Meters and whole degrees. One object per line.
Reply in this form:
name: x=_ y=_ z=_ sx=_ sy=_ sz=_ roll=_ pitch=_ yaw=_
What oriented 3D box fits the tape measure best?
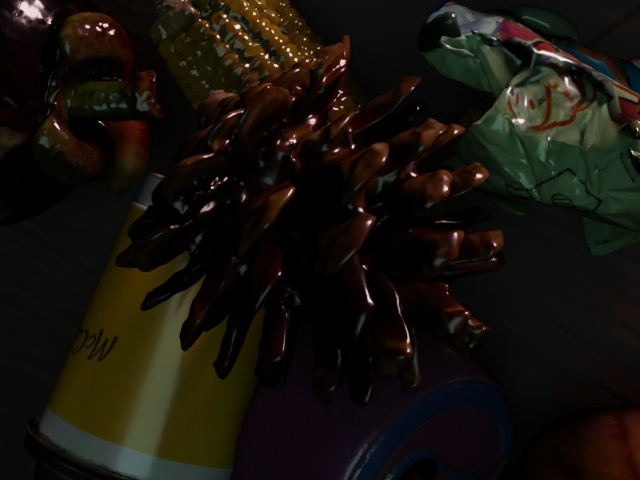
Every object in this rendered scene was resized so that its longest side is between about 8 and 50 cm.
tape measure: x=0.035 y=0.180 z=1.137 sx=0.149 sy=0.231 sz=0.245 roll=32 pitch=90 yaw=40

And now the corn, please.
corn: x=-0.016 y=-0.094 z=1.156 sx=0.119 sy=0.119 sz=0.322 roll=-39 pitch=90 yaw=12

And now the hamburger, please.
hamburger: x=0.182 y=-0.069 z=1.074 sx=0.276 sy=0.260 sz=0.150 roll=37 pitch=110 yaw=24

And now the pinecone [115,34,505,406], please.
pinecone: x=0.008 y=-0.006 z=0.985 sx=0.264 sy=0.264 sz=0.264 roll=1 pitch=99 yaw=8

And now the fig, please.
fig: x=0.247 y=0.245 z=1.133 sx=0.235 sy=0.214 sz=0.235 roll=13 pitch=121 yaw=22

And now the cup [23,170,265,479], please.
cup: x=-0.120 y=0.093 z=1.172 sx=0.196 sy=0.196 sz=0.279 roll=18 pitch=94 yaw=5

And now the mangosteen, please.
mangosteen: x=-0.238 y=-0.120 z=1.121 sx=0.265 sy=0.228 sz=0.228 roll=11 pitch=101 yaw=24
